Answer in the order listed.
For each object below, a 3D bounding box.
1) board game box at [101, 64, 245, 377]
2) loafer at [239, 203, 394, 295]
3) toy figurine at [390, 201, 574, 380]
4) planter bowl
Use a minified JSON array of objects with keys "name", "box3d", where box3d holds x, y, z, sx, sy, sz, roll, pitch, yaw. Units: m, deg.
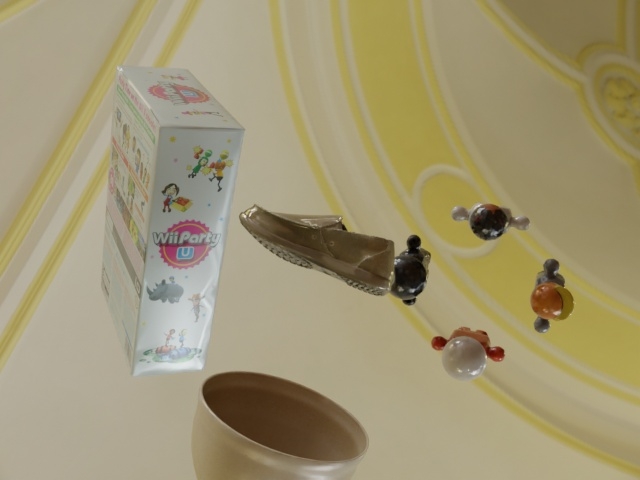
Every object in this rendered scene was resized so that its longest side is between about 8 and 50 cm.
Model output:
[{"name":"board game box","box3d":[-0.188,-0.028,0.958,0.098,0.303,0.224,-2,-152,-26]},{"name":"loafer","box3d":[0.000,0.000,0.694,0.148,0.056,0.050,25,-102,14]},{"name":"toy figurine","box3d":[0.213,0.060,1.094,0.213,0.209,0.148,57,-164,4]},{"name":"planter bowl","box3d":[-0.049,0.206,0.743,0.162,0.162,0.109,16,-79,-22]}]
